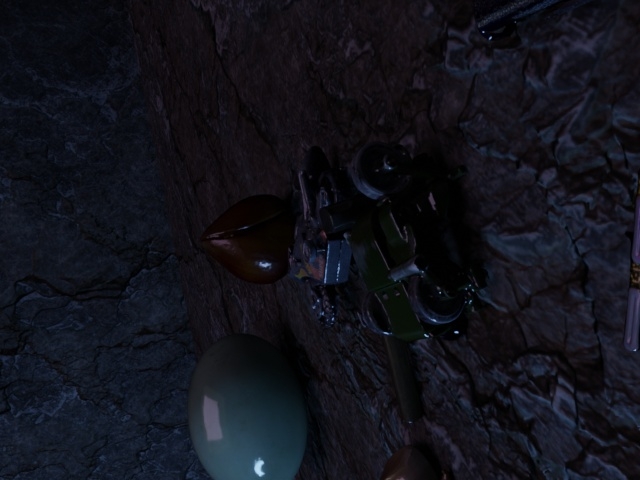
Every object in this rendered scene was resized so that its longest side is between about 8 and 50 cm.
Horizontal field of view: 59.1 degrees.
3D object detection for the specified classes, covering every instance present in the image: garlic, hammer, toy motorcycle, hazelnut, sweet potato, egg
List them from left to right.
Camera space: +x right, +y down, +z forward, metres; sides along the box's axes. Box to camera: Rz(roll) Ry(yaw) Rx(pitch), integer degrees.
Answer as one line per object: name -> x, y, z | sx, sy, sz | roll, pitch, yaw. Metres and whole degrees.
egg -> -0.169, 0.411, 1.328 | 0.276, 0.276, 0.388 | -10, 94, 66
hazelnut -> -0.150, 0.000, 1.197 | 0.208, 0.208, 0.208 | 38, 134, 55
toy motorcycle -> 0.000, 0.000, 0.998 | 0.173, 0.108, 0.306 | -127, 37, -53
hammer -> 0.097, 0.107, 0.861 | 0.043, 0.111, 0.364 | 1, 108, 67
toy motorcycle -> 0.112, 0.013, 0.752 | 0.274, 0.127, 0.205 | 68, 155, 6
garlic -> 0.147, 0.416, 0.888 | 0.124, 0.099, 0.174 | -34, 72, 43
sweet potato -> 0.197, 0.397, 0.840 | 0.026, 0.026, 0.115 | -33, 73, 64

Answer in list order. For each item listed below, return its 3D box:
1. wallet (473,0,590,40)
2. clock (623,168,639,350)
wallet -> 0.209, -0.326, 0.465 | 0.221, 0.072, 0.261 | -174, 77, -70
clock -> 0.316, 0.025, 0.350 | 0.253, 0.084, 0.186 | 26, 123, 60
